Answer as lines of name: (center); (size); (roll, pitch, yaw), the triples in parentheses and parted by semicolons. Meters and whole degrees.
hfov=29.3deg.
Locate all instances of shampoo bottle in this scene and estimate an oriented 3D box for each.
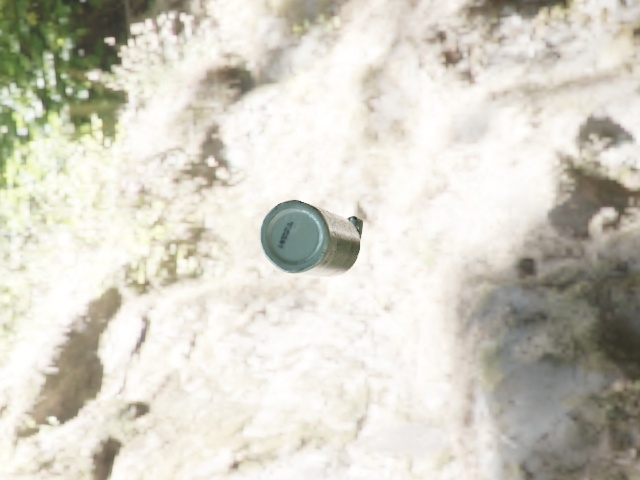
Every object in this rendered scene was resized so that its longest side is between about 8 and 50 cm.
shampoo bottle: (0.000, 0.000, 1.088); (0.204, 0.065, 0.065); (14, -102, -78)
